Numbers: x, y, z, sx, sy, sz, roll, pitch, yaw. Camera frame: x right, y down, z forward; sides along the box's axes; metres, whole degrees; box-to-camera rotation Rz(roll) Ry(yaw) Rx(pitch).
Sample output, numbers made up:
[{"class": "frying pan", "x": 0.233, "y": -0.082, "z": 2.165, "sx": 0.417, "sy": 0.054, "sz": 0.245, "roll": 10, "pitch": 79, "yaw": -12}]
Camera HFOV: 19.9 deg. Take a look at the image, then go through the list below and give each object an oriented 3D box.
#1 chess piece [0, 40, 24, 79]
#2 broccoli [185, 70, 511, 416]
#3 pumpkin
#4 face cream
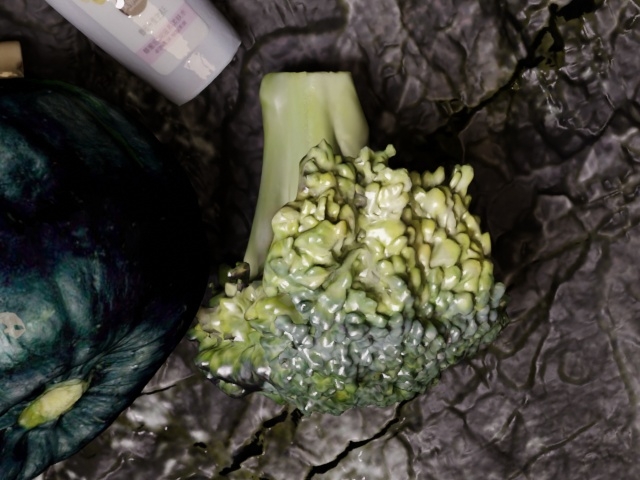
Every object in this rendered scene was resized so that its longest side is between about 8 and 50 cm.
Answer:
[{"class": "chess piece", "x": -0.265, "y": -0.109, "z": 1.259, "sx": 0.122, "sy": 0.066, "sz": 0.066, "roll": -8, "pitch": 109, "yaw": -7}, {"class": "broccoli", "x": 0.000, "y": 0.000, "z": 1.265, "sx": 0.247, "sy": 0.263, "sz": 0.243, "roll": -14, "pitch": 80, "yaw": 30}, {"class": "pumpkin", "x": -0.234, "y": 0.030, "z": 1.199, "sx": 0.315, "sy": 0.315, "sz": 0.238, "roll": -45, "pitch": 75, "yaw": 9}, {"class": "face cream", "x": -0.146, "y": -0.182, "z": 1.248, "sx": 0.198, "sy": 0.057, "sz": 0.084, "roll": 42, "pitch": 99, "yaw": -17}]
